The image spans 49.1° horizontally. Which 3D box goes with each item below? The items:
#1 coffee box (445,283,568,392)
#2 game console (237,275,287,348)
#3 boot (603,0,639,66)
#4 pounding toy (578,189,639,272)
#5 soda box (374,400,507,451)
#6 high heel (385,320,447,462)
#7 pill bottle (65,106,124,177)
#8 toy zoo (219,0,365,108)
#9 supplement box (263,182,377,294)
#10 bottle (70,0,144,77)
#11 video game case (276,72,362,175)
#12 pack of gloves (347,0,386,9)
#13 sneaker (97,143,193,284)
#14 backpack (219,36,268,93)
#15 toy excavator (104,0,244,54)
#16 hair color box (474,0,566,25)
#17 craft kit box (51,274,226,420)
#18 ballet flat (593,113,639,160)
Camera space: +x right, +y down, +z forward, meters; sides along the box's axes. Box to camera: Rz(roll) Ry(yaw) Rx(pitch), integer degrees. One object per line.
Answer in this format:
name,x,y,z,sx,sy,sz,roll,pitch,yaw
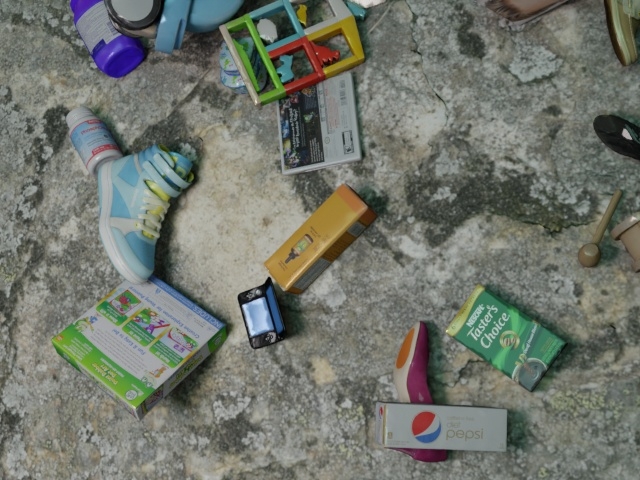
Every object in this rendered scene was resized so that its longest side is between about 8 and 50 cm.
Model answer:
coffee box,0.327,0.172,1.247,0.184,0.040,0.113,37,93,23
game console,-0.118,0.146,1.400,0.107,0.071,0.122,-21,76,15
boot,0.598,-0.423,1.248,0.165,0.077,0.213,-6,74,17
pounding toy,0.546,-0.044,1.148,0.270,0.154,0.154,-30,71,12
soda box,0.205,0.317,1.196,0.216,0.069,0.073,5,79,-9
high heel,0.194,0.274,1.275,0.117,0.082,0.244,17,67,-11
pill bottle,-0.526,-0.230,1.622,0.087,0.087,0.160,-38,70,10
toy zoo,-0.040,-0.418,1.460,0.293,0.030,0.192,-24,82,-3
supplement box,0.000,0.000,1.386,0.233,0.080,0.078,-44,67,6
bottle,-0.526,-0.523,1.677,0.118,0.092,0.282,-37,69,10
video game case,-0.006,-0.242,1.466,0.173,0.022,0.190,-10,77,18
pack of gloves,0.126,-0.614,1.444,0.195,0.046,0.232,-10,109,22
sneaker,-0.357,-0.076,1.488,0.208,0.127,0.318,-25,61,13
backpack,-0.170,-0.381,1.521,0.105,0.084,0.114,1,82,23
toy excavator,-0.190,-0.581,1.470,0.446,0.222,0.432,13,95,-17
hair color box,0.444,-0.512,1.204,0.347,0.174,0.105,-20,74,42
craft kit box,-0.364,0.200,1.422,0.250,0.060,0.247,31,51,24
ballet flat,0.561,-0.172,1.236,0.173,0.049,0.057,37,126,26
